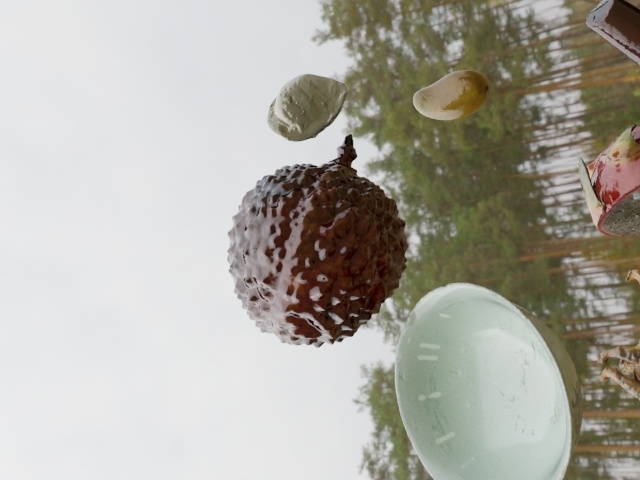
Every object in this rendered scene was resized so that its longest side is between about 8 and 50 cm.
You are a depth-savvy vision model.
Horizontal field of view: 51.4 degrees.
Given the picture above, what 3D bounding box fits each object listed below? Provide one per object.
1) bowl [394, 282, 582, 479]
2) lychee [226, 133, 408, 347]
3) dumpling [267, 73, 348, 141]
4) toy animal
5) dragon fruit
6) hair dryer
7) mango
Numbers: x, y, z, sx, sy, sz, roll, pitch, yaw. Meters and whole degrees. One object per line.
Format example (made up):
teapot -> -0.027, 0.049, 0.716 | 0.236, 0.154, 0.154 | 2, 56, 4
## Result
bowl -> 0.357, 0.288, 1.296 | 0.195, 0.434, 0.435 | -6, -94, -35
lychee -> 0.000, 0.000, 1.525 | 0.424, 0.424, 0.501 | -2, -66, -65
dumpling -> -0.030, -0.287, 1.467 | 0.092, 0.176, 0.150 | 111, 157, -77
toy animal -> 0.466, 0.137, 0.926 | 0.114, 0.116, 0.255 | -35, -54, -38
dragon fruit -> 0.698, -0.145, 1.401 | 0.290, 0.290, 0.190 | 38, -139, -56
hair dryer -> 0.535, -0.190, 0.990 | 0.312, 0.123, 0.341 | 24, -123, -13
mango -> 0.383, -0.419, 1.941 | 0.099, 0.227, 0.136 | -26, -76, -63
